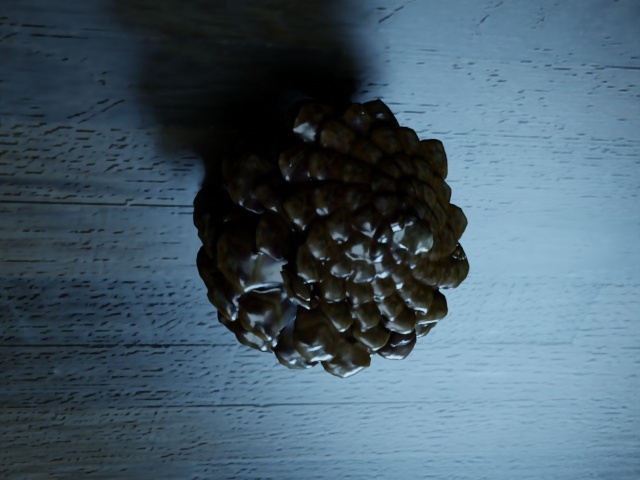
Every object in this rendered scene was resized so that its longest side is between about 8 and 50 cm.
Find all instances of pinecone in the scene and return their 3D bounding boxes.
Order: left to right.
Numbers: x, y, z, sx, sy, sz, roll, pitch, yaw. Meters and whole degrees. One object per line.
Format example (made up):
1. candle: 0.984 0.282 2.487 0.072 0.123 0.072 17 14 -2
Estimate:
1. pinecone: 0.000 0.000 1.005 0.173 0.173 0.173 -11 138 -10
